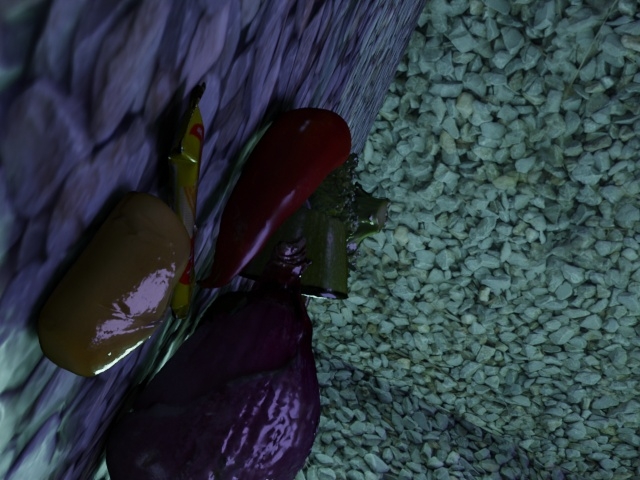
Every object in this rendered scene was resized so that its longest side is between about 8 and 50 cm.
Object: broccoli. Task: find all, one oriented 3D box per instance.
[{"bbox_3d":[0.032,-0.053,1.327,0.226,0.176,0.198,-42,149,-29],"label":"broccoli"}]

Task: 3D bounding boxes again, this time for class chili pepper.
[{"bbox_3d":[-0.035,-0.080,0.794,0.137,0.092,0.368,-59,174,28],"label":"chili pepper"}]

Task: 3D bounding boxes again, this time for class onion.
[{"bbox_3d":[-0.067,0.174,0.813,0.348,0.159,0.267,-57,163,4],"label":"onion"}]

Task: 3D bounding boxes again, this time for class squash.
[{"bbox_3d":[-0.031,0.022,1.074,0.170,0.170,0.122,98,5,-82],"label":"squash"}]

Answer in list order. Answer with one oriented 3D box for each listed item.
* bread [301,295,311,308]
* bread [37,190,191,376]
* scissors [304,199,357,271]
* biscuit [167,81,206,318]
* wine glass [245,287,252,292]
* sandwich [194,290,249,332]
[{"bbox_3d":[-0.057,0.066,1.508,0.234,0.111,0.184,-61,173,-79],"label":"bread"},{"bbox_3d":[-0.116,0.030,0.434,0.082,0.056,0.115,110,6,-57],"label":"bread"},{"bbox_3d":[-0.008,0.000,1.158,0.015,0.189,0.100,9,112,-54],"label":"scissors"},{"bbox_3d":[-0.108,-0.012,0.565,0.292,0.026,0.048,112,-15,-60],"label":"biscuit"},{"bbox_3d":[-0.099,0.144,1.279,0.204,0.111,0.111,103,12,-76],"label":"wine glass"},{"bbox_3d":[-0.105,0.143,1.010,0.235,0.079,0.159,45,53,-74],"label":"sandwich"}]
